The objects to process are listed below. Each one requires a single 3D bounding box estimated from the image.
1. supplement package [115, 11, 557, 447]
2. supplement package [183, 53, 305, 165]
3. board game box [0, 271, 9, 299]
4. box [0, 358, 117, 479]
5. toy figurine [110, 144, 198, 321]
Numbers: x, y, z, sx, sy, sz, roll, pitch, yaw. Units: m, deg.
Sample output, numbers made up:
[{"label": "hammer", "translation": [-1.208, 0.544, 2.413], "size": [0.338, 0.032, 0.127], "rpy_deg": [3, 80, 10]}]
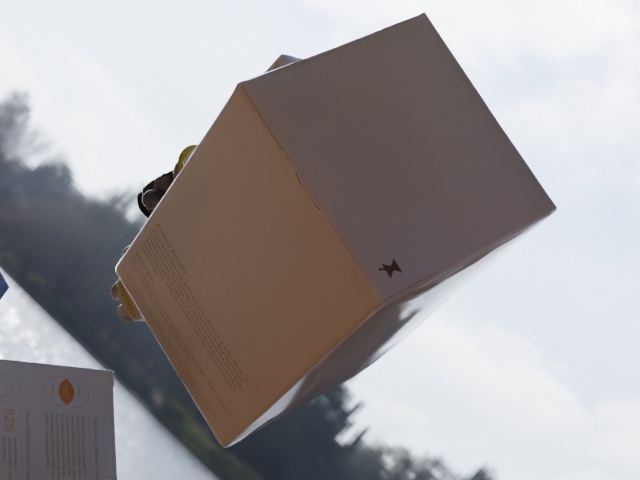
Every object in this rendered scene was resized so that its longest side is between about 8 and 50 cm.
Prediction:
[{"label": "supplement package", "translation": [0.000, 0.000, 1.100], "size": [0.177, 0.175, 0.293], "rpy_deg": [58, -34, 10]}, {"label": "supplement package", "translation": [-0.039, -0.090, 1.527], "size": [0.105, 0.179, 0.105], "rpy_deg": [8, 48, -44]}, {"label": "board game box", "translation": [-0.298, 0.038, 1.201], "size": [0.020, 0.090, 0.090], "rpy_deg": [5, -42, 26]}, {"label": "box", "translation": [-0.281, 0.186, 1.363], "size": [0.170, 0.130, 0.091], "rpy_deg": [9, -33, -27]}, {"label": "toy figurine", "translation": [-0.114, 0.019, 1.665], "size": [0.210, 0.213, 0.148], "rpy_deg": [27, -26, -22]}]
